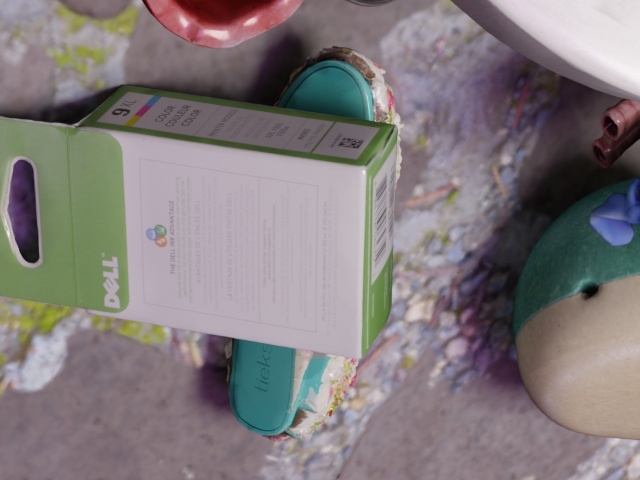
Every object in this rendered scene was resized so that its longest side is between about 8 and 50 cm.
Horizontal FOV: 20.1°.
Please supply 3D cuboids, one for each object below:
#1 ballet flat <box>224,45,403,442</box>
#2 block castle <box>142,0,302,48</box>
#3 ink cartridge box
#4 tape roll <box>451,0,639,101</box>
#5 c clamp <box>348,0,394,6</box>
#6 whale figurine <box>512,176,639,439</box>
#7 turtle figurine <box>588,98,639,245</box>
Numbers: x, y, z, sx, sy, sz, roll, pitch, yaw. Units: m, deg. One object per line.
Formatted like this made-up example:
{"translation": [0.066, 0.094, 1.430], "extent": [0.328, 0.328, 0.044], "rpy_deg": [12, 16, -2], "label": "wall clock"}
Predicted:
{"translation": [0.000, 0.000, 1.007], "extent": [0.077, 0.091, 0.241], "rpy_deg": [-22, 134, -53], "label": "ballet flat"}
{"translation": [-0.231, -0.189, 0.694], "extent": [0.453, 0.213, 0.303], "rpy_deg": [-16, 121, -19], "label": "block castle"}
{"translation": [-0.068, -0.014, 0.934], "extent": [0.209, 0.062, 0.109], "rpy_deg": [8, 118, 15], "label": "ink cartridge box"}
{"translation": [0.182, -0.241, 0.725], "extent": [0.392, 0.072, 0.392], "rpy_deg": [-2, 99, -11], "label": "tape roll"}
{"translation": [0.026, -0.205, 0.941], "extent": [0.137, 0.022, 0.161], "rpy_deg": [11, 108, -37], "label": "c clamp"}
{"translation": [0.233, 0.048, 1.110], "extent": [0.216, 0.141, 0.272], "rpy_deg": [-24, 150, 34], "label": "whale figurine"}
{"translation": [0.303, -0.041, 0.940], "extent": [0.266, 0.274, 0.198], "rpy_deg": [-45, 118, -46], "label": "turtle figurine"}
